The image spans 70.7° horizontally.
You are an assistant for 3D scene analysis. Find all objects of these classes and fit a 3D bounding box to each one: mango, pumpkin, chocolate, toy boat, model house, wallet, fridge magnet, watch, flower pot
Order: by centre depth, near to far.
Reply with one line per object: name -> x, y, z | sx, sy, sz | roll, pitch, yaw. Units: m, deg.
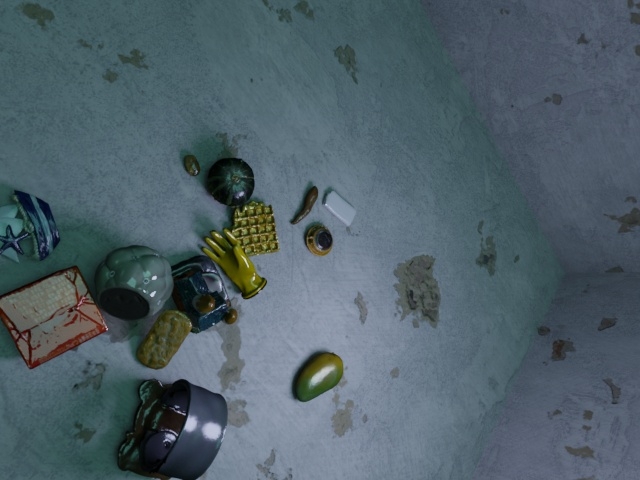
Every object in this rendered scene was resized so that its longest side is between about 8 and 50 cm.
toy boat -> -0.929, -0.006, 1.348 | 0.291, 0.070, 0.210 | -46, 108, -25
chocolate -> -0.821, 0.228, 1.380 | 0.237, 0.108, 0.234 | -30, 103, -35
flower pot -> -0.604, 0.134, 1.466 | 0.246, 0.246, 0.195 | 39, 33, -27
watch -> -0.463, 0.638, 1.471 | 0.314, 0.327, 0.335 | 36, 67, -28
model house -> -0.393, 0.197, 1.585 | 0.190, 0.301, 0.271 | -25, 102, -27
pumpkin -> -0.343, -0.224, 1.735 | 0.190, 0.146, 0.190 | 8, 66, -17
mango -> -0.008, 0.586, 1.944 | 0.251, 0.114, 0.156 | -30, 115, -21
fridge magnet -> 0.000, 0.000, 2.018 | 0.143, 0.063, 0.143 | 5, 82, -33
wallet -> 0.090, -0.153, 2.114 | 0.190, 0.033, 0.095 | 40, 63, -27

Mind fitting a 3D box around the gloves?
gloves -> -0.338, 0.081, 1.729 | 0.133, 0.116, 0.294 | -34, 111, 2

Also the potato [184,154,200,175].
potato -> -0.483, -0.284, 1.703 | 0.051, 0.040, 0.083 | -25, 102, -40

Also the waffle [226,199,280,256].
waffle -> -0.284, -0.045, 1.819 | 0.219, 0.057, 0.229 | -12, 93, -36

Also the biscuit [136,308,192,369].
biscuit -> -0.536, 0.341, 1.544 | 0.118, 0.029, 0.247 | 33, 102, -10

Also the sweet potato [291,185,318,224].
sweet potato -> -0.063, -0.148, 1.996 | 0.050, 0.050, 0.214 | 39, 68, -27
